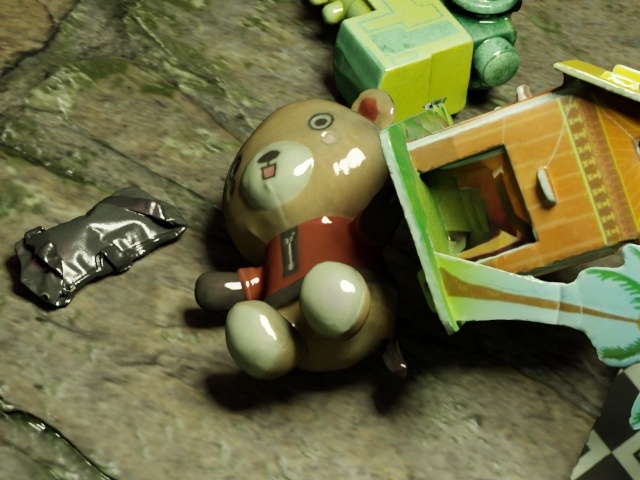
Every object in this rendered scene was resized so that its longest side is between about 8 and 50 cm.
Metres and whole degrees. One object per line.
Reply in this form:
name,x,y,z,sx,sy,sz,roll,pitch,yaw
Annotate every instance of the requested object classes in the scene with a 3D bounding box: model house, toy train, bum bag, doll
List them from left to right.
bum bag,-0.228,-0.003,1.668,0.198,0.049,0.087,-30,61,-36
doll,0.000,0.000,1.620,0.174,0.235,0.330,34,37,-40
toy train,0.085,-0.296,1.974,0.237,0.150,0.369,-19,49,-20
model house,0.274,-0.014,1.557,0.324,0.340,0.300,-19,4,18

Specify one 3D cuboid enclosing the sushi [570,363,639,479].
sushi,0.385,0.162,1.453,0.294,0.059,0.292,22,76,33
